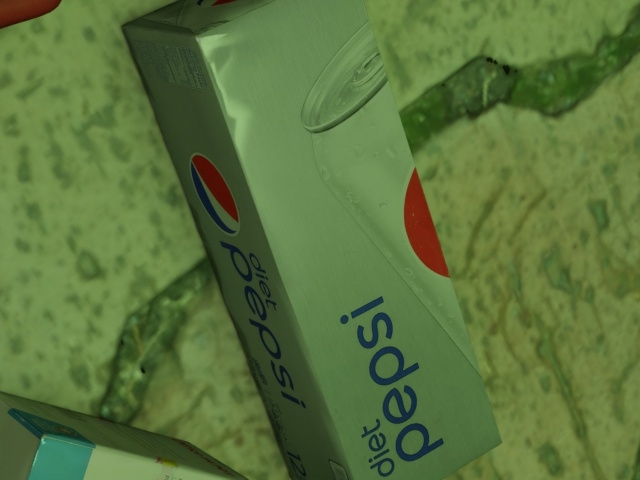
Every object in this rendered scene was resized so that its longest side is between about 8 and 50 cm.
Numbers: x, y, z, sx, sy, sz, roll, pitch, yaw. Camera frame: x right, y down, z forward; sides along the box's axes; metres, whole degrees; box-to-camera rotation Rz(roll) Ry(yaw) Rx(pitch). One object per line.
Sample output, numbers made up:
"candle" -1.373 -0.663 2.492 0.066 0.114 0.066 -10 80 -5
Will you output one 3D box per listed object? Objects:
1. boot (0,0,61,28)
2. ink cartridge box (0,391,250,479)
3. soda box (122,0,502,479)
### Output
"boot" -0.223 -0.043 0.773 0.244 0.088 0.176 -17 108 -17
"ink cartridge box" -0.108 0.144 0.867 0.143 0.092 0.090 20 90 -30
"soda box" 0.000 0.000 0.901 0.098 0.091 0.286 -27 112 -23
